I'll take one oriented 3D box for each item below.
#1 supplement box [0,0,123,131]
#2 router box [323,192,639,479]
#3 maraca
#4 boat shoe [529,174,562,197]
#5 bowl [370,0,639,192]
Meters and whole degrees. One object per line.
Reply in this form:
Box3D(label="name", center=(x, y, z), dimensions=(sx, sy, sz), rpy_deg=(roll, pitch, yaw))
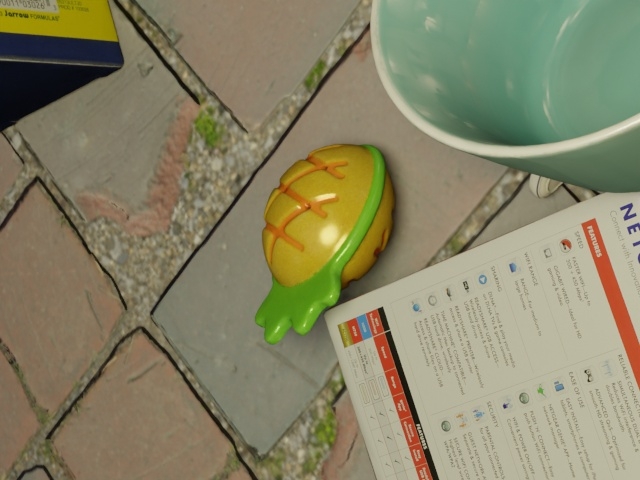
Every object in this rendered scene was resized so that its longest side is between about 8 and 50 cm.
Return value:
Box3D(label="supplement box", center=(-0.358, -0.299, 1.455), dimensions=(0.194, 0.195, 0.356), rpy_deg=(-21, 81, 35))
Box3D(label="router box", center=(0.185, 0.159, 1.152), dimensions=(0.301, 0.082, 0.335), rpy_deg=(-24, 78, 34))
Box3D(label="maraca", center=(0.000, 0.000, 1.245), dimensions=(0.127, 0.099, 0.185), rpy_deg=(-25, 39, 53))
Box3D(label="boat shoe", center=(0.195, -0.070, 1.164), dimensions=(0.035, 0.035, 0.100), rpy_deg=(41, 108, 30))
Box3D(label="bowl", center=(0.205, -0.155, 1.034), dimensions=(0.312, 0.163, 0.311), rpy_deg=(-20, 52, 28))
